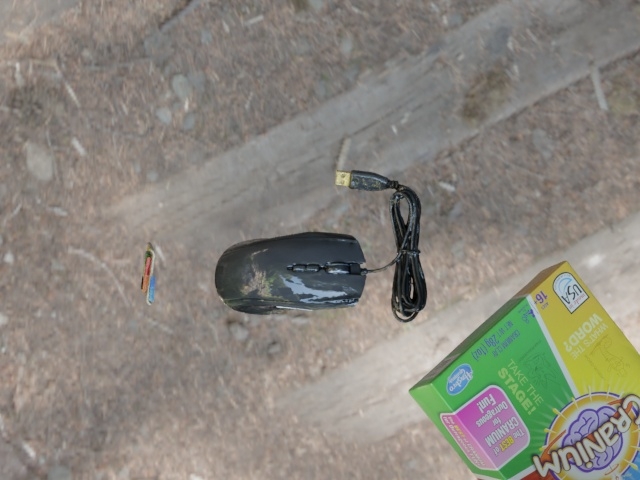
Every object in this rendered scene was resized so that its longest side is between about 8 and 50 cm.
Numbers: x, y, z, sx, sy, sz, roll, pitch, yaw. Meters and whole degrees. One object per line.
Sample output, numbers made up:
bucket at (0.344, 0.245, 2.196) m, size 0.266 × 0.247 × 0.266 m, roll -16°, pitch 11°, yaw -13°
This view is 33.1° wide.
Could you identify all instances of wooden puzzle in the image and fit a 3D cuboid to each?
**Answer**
wooden puzzle at (-0.221, 0.042, 1.379) m, size 0.014 × 0.116 × 0.079 m, roll 3°, pitch 90°, yaw -13°

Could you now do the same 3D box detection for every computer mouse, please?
computer mouse at (0.000, 0.000, 1.296) m, size 0.261 × 0.060 × 0.184 m, roll 2°, pitch 81°, yaw 7°

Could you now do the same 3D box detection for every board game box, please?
board game box at (0.289, 0.219, 1.234) m, size 0.242 × 0.064 × 0.317 m, roll -38°, pitch 90°, yaw -24°
